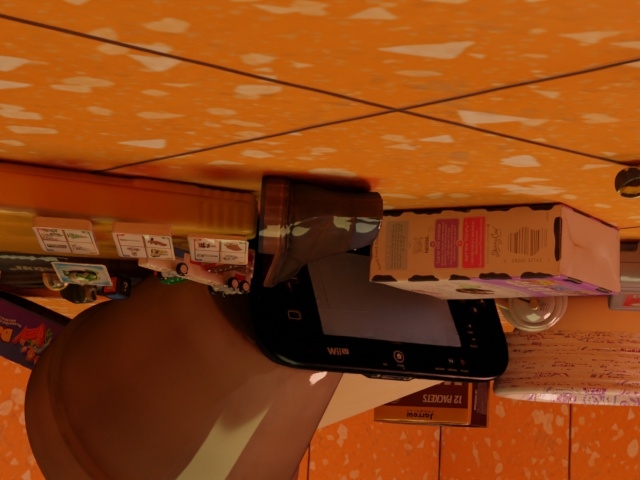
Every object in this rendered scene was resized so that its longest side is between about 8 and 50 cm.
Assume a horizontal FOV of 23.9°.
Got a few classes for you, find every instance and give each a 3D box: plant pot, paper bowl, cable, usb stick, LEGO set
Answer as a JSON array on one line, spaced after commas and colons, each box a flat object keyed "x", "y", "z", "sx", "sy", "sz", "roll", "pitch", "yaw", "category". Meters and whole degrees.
[{"x": -0.114, "y": 0.140, "z": 1.626, "sx": 0.323, "sy": 0.323, "sz": 0.280, "roll": 9, "pitch": 136, "yaw": -38, "category": "plant pot"}, {"x": 0.388, "y": 0.155, "z": 2.150, "sx": 0.284, "sy": 0.148, "sz": 0.284, "roll": 3, "pitch": 173, "yaw": 0, "category": "paper bowl"}, {"x": -0.315, "y": 0.031, "z": 1.921, "sx": 0.139, "sy": 0.072, "sz": 0.287, "roll": -12, "pitch": -168, "yaw": -27, "category": "cable"}, {"x": -0.288, "y": 0.015, "z": 1.720, "sx": 0.278, "sy": 0.045, "sz": 0.077, "roll": 3, "pitch": 171, "yaw": -1, "category": "usb stick"}, {"x": -0.152, "y": 0.009, "z": 1.372, "sx": 0.182, "sy": 0.060, "sz": 0.244, "roll": 4, "pitch": 164, "yaw": -1, "category": "LEGO set"}]

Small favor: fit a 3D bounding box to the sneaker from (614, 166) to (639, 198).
[{"x": 0.268, "y": -0.048, "z": 1.153, "sx": 0.083, "sy": 0.031, "sz": 0.035, "roll": 3, "pitch": -173, "yaw": 31, "category": "sneaker"}]

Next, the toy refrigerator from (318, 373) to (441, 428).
[{"x": 0.070, "y": 0.134, "z": 1.863, "sx": 0.269, "sy": 0.094, "sz": 0.102, "roll": -19, "pitch": 140, "yaw": -12, "category": "toy refrigerator"}]

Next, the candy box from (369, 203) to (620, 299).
[{"x": 0.170, "y": 0.014, "z": 1.467, "sx": 0.196, "sy": 0.070, "sz": 0.165, "roll": -2, "pitch": 171, "yaw": 29, "category": "candy box"}]

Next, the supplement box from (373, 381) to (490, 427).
[{"x": 0.158, "y": 0.160, "z": 2.092, "sx": 0.129, "sy": 0.191, "sz": 0.194, "roll": 1, "pitch": 173, "yaw": 14, "category": "supplement box"}]

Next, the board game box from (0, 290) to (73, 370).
[{"x": -0.440, "y": 0.149, "z": 2.362, "sx": 0.233, "sy": 0.078, "sz": 0.347, "roll": 23, "pitch": 176, "yaw": 12, "category": "board game box"}]

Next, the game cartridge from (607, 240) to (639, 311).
[{"x": 0.421, "y": 0.045, "z": 1.687, "sx": 0.196, "sy": 0.060, "sz": 0.294, "roll": -3, "pitch": 172, "yaw": 10, "category": "game cartridge"}]

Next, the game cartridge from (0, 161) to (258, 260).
[{"x": -0.251, "y": -0.025, "z": 1.425, "sx": 0.324, "sy": 0.052, "sz": 0.285, "roll": 4, "pitch": 172, "yaw": -28, "category": "game cartridge"}]

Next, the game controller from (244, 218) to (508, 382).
[{"x": 0.057, "y": 0.066, "z": 1.555, "sx": 0.319, "sy": 0.166, "sz": 0.067, "roll": 7, "pitch": 137, "yaw": -34, "category": "game controller"}]

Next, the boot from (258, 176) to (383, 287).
[{"x": 0.000, "y": 0.000, "z": 1.367, "sx": 0.106, "sy": 0.082, "sz": 0.219, "roll": 3, "pitch": 167, "yaw": 1, "category": "boot"}]

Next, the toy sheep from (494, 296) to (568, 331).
[{"x": 0.248, "y": 0.067, "z": 1.786, "sx": 0.091, "sy": 0.091, "sz": 0.132, "roll": 1, "pitch": -169, "yaw": 10, "category": "toy sheep"}]
